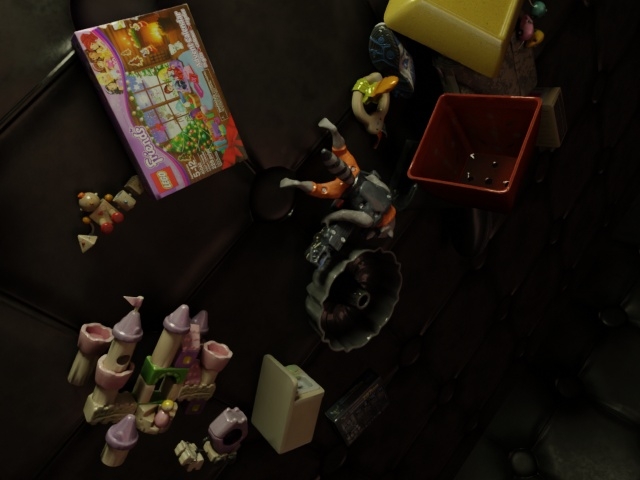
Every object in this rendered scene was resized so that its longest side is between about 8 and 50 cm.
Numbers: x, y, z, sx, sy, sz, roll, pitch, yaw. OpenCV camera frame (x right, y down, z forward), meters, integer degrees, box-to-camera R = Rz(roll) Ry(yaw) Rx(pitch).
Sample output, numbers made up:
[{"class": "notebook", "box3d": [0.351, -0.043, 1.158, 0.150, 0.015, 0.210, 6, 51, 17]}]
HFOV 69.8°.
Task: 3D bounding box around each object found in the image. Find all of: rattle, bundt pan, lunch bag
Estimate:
[{"class": "rattle", "box3d": [0.172, -0.330, 1.193, 0.130, 0.143, 0.200, -47, 130, -41]}, {"class": "bundt pan", "box3d": [0.085, 0.154, 1.348, 0.331, 0.124, 0.331, -20, 121, -36]}, {"class": "lunch bag", "box3d": [0.456, -0.476, 1.317, 0.256, 0.212, 0.305, -53, 136, -16]}]

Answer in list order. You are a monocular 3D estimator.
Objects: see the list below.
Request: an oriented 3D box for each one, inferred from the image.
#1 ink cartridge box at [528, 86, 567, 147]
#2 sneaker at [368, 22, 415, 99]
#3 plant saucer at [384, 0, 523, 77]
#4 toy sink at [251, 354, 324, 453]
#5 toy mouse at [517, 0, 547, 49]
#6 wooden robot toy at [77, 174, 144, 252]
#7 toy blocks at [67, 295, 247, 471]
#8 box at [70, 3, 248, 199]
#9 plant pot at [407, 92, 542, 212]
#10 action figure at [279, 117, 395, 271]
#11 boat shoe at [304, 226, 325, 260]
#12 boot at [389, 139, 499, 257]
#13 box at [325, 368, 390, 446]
[{"class": "ink cartridge box", "box3d": [0.679, -0.412, 1.532, 0.088, 0.234, 0.193, -58, 137, -17]}, {"class": "sneaker", "box3d": [0.190, -0.472, 1.193, 0.211, 0.080, 0.081, 53, 50, -43]}, {"class": "plant saucer", "box3d": [0.361, -0.617, 1.112, 0.332, 0.081, 0.333, 21, 85, -12]}, {"class": "toy sink", "box3d": [-0.089, 0.450, 1.313, 0.131, 0.153, 0.234, -2, 110, -42]}, {"class": "toy mouse", "box3d": [0.558, -0.572, 1.199, 0.161, 0.031, 0.143, -46, 135, -23]}, {"class": "wooden robot toy", "box3d": [-0.404, -0.064, 0.846, 0.173, 0.076, 0.079, -50, 123, -12]}, {"class": "toy blocks", "box3d": [-0.294, 0.248, 0.917, 0.288, 0.309, 0.260, 17, 104, -45]}, {"class": "box", "box3d": [-0.277, -0.247, 0.831, 0.201, 0.057, 0.293, -32, 114, -27]}, {"class": "plant pot", "box3d": [0.438, -0.213, 1.249, 0.236, 0.267, 0.267, 37, 74, -52]}, {"class": "action figure", "box3d": [0.064, -0.089, 1.162, 0.330, 0.178, 0.341, 35, 70, -27]}, {"class": "boat shoe", "box3d": [0.000, 0.001, 1.260, 0.133, 0.042, 0.049, -46, 154, -16]}, {"class": "boot", "box3d": [0.400, -0.115, 1.483, 0.445, 0.146, 0.367, -2, 101, -45]}, {"class": "box", "box3d": [0.139, 0.604, 1.656, 0.232, 0.059, 0.183, -39, 131, -21]}]
